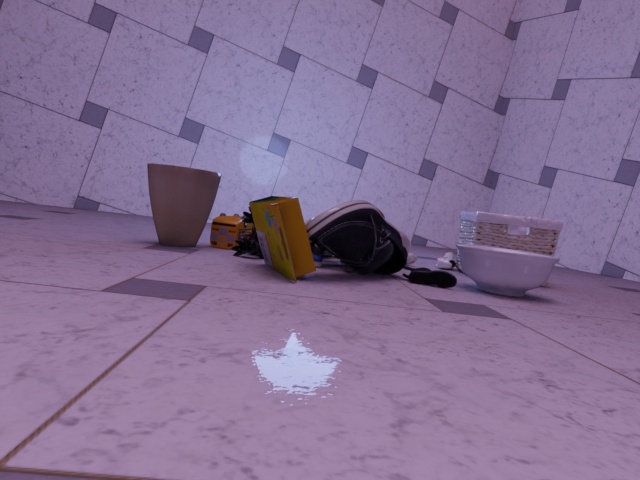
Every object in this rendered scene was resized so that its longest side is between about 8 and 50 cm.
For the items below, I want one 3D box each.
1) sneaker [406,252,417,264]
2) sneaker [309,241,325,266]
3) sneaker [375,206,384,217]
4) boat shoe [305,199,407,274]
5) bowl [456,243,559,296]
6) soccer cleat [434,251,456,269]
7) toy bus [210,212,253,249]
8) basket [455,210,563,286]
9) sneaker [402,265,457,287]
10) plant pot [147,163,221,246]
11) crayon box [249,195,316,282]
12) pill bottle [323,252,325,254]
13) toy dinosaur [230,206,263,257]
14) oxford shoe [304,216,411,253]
[{"bbox_3d":[0.336,0.083,1.887,0.161,0.057,0.075,8,20,-10],"label":"sneaker"},{"bbox_3d":[-0.017,0.039,1.520,0.058,0.085,0.152,7,3,-4],"label":"sneaker"},{"bbox_3d":[0.111,-0.066,1.453,0.221,0.087,0.128,-10,-30,-34],"label":"sneaker"},{"bbox_3d":[0.131,0.008,1.328,0.186,0.156,0.500,-34,-25,20],"label":"boat shoe"},{"bbox_3d":[0.564,0.094,1.385,0.297,0.134,0.298,7,3,0],"label":"bowl"},{"bbox_3d":[0.569,0.096,1.988,0.076,0.068,0.196,14,14,29],"label":"soccer cleat"},{"bbox_3d":[-0.338,-0.041,1.826,0.108,0.130,0.332,6,3,6],"label":"toy bus"},{"bbox_3d":[0.750,0.023,1.842,0.328,0.267,0.331,7,3,5],"label":"basket"},{"bbox_3d":[0.331,0.108,1.374,0.170,0.051,0.089,5,7,19],"label":"sneaker"},{"bbox_3d":[-0.498,-0.121,1.614,0.256,0.274,0.256,6,3,0],"label":"plant pot"},{"bbox_3d":[-0.103,-0.014,1.221,0.081,0.202,0.318,-17,12,-17],"label":"crayon box"},{"bbox_3d":[0.000,0.000,1.823,0.130,0.131,0.245,9,3,24],"label":"pill bottle"},{"bbox_3d":[-0.176,-0.006,1.561,0.321,0.165,0.218,-16,-26,32],"label":"toy dinosaur"},{"bbox_3d":[0.154,-0.003,1.614,0.449,0.169,0.130,11,-18,-27],"label":"oxford shoe"}]
